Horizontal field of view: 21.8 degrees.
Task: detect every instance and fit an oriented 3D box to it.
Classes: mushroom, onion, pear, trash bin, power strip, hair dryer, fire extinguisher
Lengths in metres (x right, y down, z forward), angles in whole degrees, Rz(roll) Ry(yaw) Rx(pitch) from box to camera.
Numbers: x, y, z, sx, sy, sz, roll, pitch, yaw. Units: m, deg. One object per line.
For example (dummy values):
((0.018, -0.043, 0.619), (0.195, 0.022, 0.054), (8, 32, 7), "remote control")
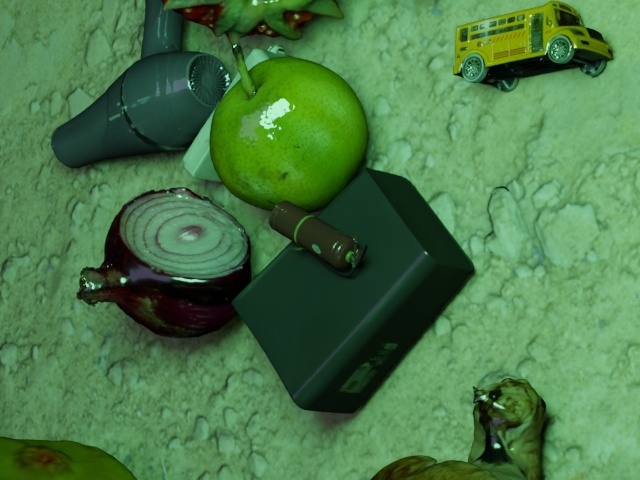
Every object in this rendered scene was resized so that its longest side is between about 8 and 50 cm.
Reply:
((0.172, 0.300, 1.639), (0.254, 0.267, 0.267), (-34, 59, -6), "mushroom")
((-0.194, 0.043, 1.949), (0.195, 0.218, 0.140), (46, 141, 27), "onion")
((-0.049, -0.129, 1.842), (0.180, 0.216, 0.166), (-36, 41, 8), "pear")
((0.039, 0.053, 1.823), (0.225, 0.115, 0.165), (-48, 57, 21), "trash bin")
((-0.091, -0.146, 1.965), (0.035, 0.081, 0.192), (48, 114, 31), "power strip")
((-0.225, -0.271, 2.101), (0.301, 0.121, 0.361), (-17, 65, 46), "hair dryer")
((0.000, 0.000, 1.769), (0.132, 0.039, 0.056), (31, 130, 37), "fire extinguisher")

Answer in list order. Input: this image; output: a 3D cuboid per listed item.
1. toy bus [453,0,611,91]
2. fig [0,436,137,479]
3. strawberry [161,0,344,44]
((0.219, -0.203, 1.721), (0.162, 0.069, 0.074), (-8, 78, 40), "toy bus")
((-0.362, 0.411, 1.994), (0.343, 0.343, 0.343), (-5, 82, 39), "fig")
((-0.094, -0.394, 1.909), (0.292, 0.292, 0.343), (-50, 34, 24), "strawberry")
